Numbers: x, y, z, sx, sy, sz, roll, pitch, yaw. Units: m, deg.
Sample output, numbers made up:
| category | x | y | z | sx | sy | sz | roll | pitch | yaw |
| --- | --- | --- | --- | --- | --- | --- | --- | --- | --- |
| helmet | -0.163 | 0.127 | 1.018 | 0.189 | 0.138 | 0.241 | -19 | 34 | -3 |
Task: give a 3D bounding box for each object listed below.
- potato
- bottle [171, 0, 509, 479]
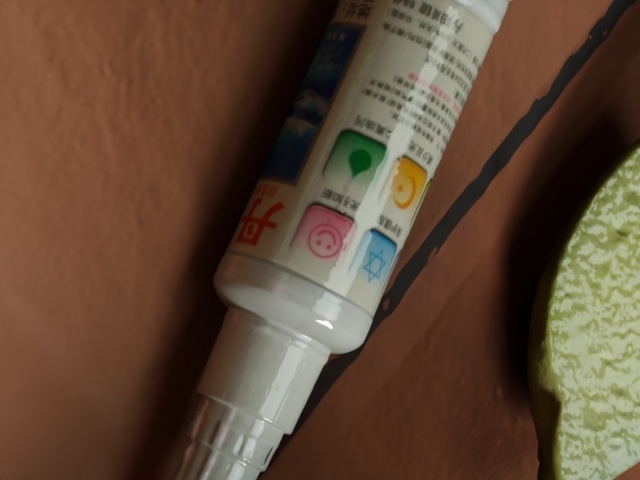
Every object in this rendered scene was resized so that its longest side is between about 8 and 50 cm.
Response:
| category | x | y | z | sx | sy | sz | roll | pitch | yaw |
| --- | --- | --- | --- | --- | --- | --- | --- | --- | --- |
| potato | 0.121 | 0.029 | 0.859 | 0.149 | 0.081 | 0.120 | -30 | 95 | -21 |
| bottle | 0.000 | 0.000 | 0.693 | 0.060 | 0.060 | 0.217 | 35 | 75 | -50 |
